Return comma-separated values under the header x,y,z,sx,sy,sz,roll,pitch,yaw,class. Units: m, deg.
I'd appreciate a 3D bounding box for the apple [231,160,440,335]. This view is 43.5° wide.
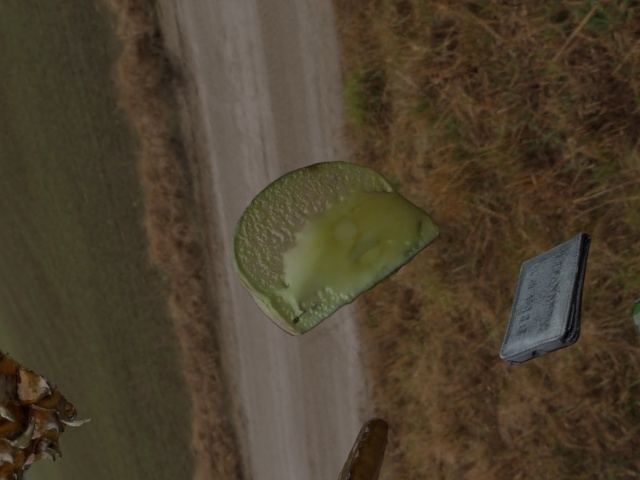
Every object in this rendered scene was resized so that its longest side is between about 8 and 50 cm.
x,y,z,sx,sy,sz,roll,pitch,yaw,class
0.000,0.000,1.071,0.193,0.265,0.120,53,157,7,apple

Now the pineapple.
x,y,z,sx,sy,sz,roll,pitch,yaw,class
-0.393,0.239,0.812,0.209,0.286,0.344,29,161,17,pineapple

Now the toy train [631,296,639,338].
x,y,z,sx,sy,sz,roll,pitch,yaw,class
0.501,0.061,0.880,0.296,0.160,0.100,-42,36,33,toy train

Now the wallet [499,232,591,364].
x,y,z,sx,sy,sz,roll,pitch,yaw,class
0.388,0.103,1.381,0.036,0.222,0.167,29,149,-15,wallet

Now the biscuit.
x,y,z,sx,sy,sz,roll,pitch,yaw,class
0.009,0.387,1.025,0.046,0.359,0.359,23,142,6,biscuit
